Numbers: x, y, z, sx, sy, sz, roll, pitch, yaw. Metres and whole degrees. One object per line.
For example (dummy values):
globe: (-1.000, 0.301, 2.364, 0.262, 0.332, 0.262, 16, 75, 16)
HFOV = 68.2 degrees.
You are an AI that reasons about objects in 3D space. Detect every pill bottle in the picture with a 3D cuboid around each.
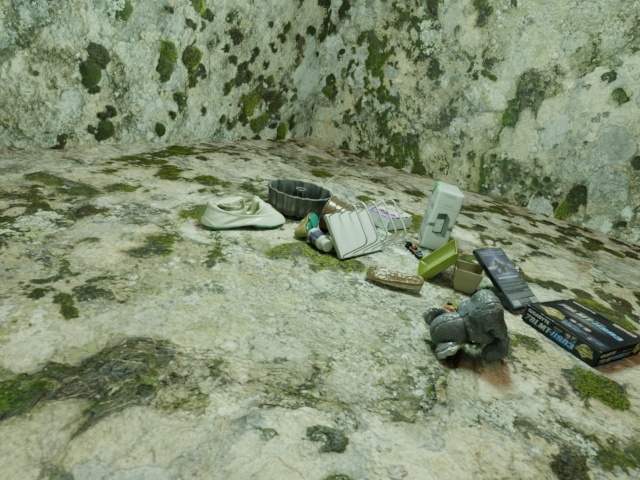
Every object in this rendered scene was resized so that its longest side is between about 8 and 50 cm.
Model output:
pill bottle: (0.000, 0.000, 1.967, 0.067, 0.067, 0.120, -2, 25, -33)

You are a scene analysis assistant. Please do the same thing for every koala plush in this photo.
koala plush: (0.426, 0.254, 1.411, 0.221, 0.203, 0.196, -14, 51, 5)

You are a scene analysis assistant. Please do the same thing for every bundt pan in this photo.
bundt pan: (-0.106, -0.200, 2.338, 0.330, 0.124, 0.331, 10, 22, -4)

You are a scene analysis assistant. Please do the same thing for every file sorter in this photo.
file sorter: (0.191, -0.058, 1.956, 0.277, 0.193, 0.173, -11, -14, -45)

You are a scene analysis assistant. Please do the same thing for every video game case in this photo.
video game case: (0.734, 0.147, 1.870, 0.196, 0.026, 0.274, -2, 53, -39)

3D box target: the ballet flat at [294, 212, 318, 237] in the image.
ballet flat: (-0.066, -0.069, 2.105, 0.073, 0.080, 0.232, -14, 13, 16)

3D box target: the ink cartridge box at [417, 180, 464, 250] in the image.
ink cartridge box: (0.575, -0.117, 2.276, 0.121, 0.290, 0.211, 16, 21, 2)

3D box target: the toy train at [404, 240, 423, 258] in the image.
toy train: (0.425, 0.042, 2.137, 0.027, 0.036, 0.158, 5, 22, -19)

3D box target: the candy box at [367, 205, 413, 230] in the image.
candy box: (0.354, -0.118, 2.456, 0.196, 0.070, 0.164, -9, 29, -42)

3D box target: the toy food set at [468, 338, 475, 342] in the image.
toy food set: (0.468, 0.299, 1.531, 0.077, 0.019, 0.122, -1, 25, -31)

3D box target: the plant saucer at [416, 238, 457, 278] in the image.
plant saucer: (0.488, 0.084, 1.933, 0.045, 0.188, 0.188, 52, 23, -6)

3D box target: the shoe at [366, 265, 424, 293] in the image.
shoe: (0.275, 0.150, 1.768, 0.218, 0.058, 0.077, 13, 41, 12)

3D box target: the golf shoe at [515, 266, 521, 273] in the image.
golf shoe: (0.803, 0.149, 2.019, 0.093, 0.077, 0.198, 19, 21, 18)

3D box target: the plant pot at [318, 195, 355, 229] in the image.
plant pot: (0.102, -0.095, 2.159, 0.165, 0.167, 0.167, 27, 24, 14)

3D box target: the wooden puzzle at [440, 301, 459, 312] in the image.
wooden puzzle: (0.468, 0.241, 1.686, 0.078, 0.014, 0.116, 21, 23, 23)

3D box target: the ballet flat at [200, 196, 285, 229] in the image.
ballet flat: (-0.314, -0.122, 2.019, 0.399, 0.139, 0.139, -4, 26, -36)

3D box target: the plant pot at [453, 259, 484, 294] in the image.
plant pot: (0.575, 0.149, 1.864, 0.108, 0.096, 0.109, 16, 21, 11)

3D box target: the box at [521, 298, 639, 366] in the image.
box: (0.928, 0.315, 1.679, 0.293, 0.074, 0.295, -2, 26, -31)
